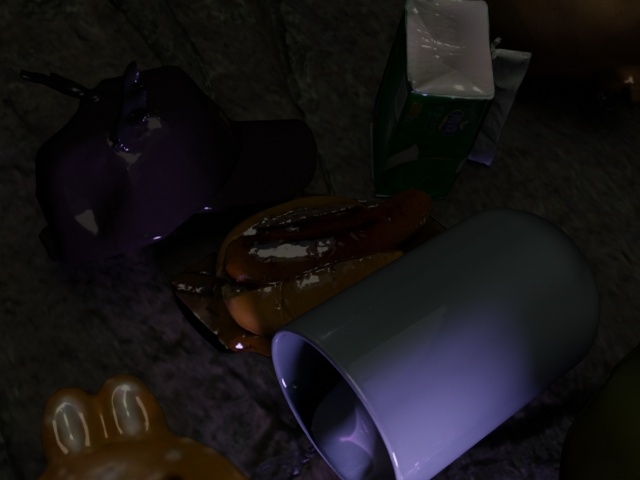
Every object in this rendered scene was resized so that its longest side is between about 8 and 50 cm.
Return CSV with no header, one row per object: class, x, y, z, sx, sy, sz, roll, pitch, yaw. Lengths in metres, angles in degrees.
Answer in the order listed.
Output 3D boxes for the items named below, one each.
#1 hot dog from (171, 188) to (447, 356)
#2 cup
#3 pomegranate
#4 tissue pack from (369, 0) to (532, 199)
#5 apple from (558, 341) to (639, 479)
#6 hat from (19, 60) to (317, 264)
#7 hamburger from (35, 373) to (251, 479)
hot dog,0.001,0.005,1.155,0.326,0.107,0.194,-31,67,-23
cup,0.128,0.107,1.056,0.312,0.205,0.205,-30,67,-24
pomegranate,0.359,-0.325,1.290,0.338,0.338,0.338,3,59,-5
tissue pack,0.153,-0.162,1.214,0.156,0.209,0.148,2,58,-8
apple,0.432,0.234,0.880,0.474,0.473,0.473,3,59,-5
hat,-0.176,-0.134,1.132,0.336,0.208,0.238,-21,32,-18
hamburger,-0.162,0.282,0.926,0.261,0.186,0.302,-5,58,-10
